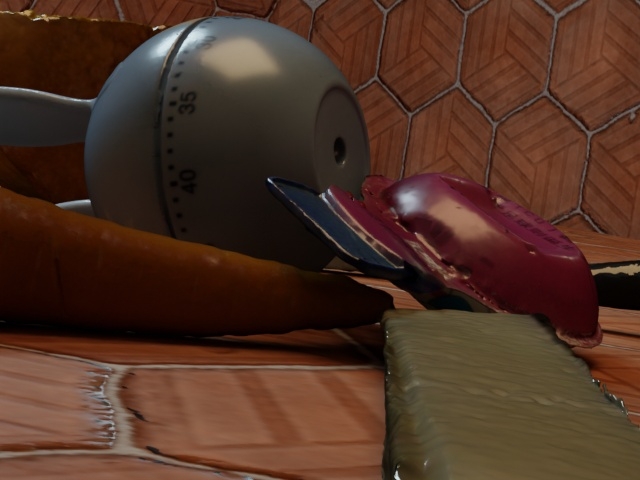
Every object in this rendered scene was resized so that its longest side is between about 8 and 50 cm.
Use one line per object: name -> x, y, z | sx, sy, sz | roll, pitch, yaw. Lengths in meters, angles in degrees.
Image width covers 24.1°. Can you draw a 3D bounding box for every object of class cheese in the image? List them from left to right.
cheese -> 0.066, 0.008, 0.772 | 0.155, 0.062, 0.244 | 42, 19, 33
cheese -> 0.058, 0.057, 0.508 | 0.085, 0.034, 0.400 | 4, 3, 1

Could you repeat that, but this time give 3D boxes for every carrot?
carrot -> -0.119, 0.010, 0.655 | 0.336, 0.069, 0.069 | 10, 3, -25

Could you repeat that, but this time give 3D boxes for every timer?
timer -> -0.086, -0.054, 0.855 | 0.255, 0.175, 0.175 | 17, 9, 41

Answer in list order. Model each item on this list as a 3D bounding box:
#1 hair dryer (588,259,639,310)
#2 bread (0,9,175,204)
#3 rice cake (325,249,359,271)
hair dryer -> 0.259, 0.043, 0.950 | 0.359, 0.120, 0.304 | -2, 18, 0
bread -> -0.187, -0.102, 1.320 | 0.340, 0.179, 0.194 | 1, 5, -43
rice cake -> 0.000, 0.000, 1.146 | 0.245, 0.045, 0.042 | 6, 1, -18
